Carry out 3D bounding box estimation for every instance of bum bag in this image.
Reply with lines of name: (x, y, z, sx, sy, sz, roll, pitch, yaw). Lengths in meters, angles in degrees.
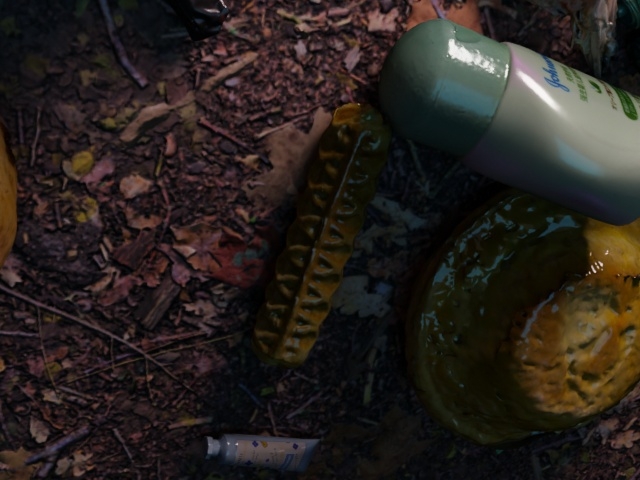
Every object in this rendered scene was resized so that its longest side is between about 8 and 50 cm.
bum bag: (-0.149, -0.276, 0.978, 0.058, 0.034, 0.124, -31, 121, 14)

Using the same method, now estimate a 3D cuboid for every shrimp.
shrimp: (0.279, -0.327, 1.074, 0.164, 0.062, 0.317, -15, 116, 13)

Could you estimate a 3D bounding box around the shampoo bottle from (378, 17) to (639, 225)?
shampoo bottle: (0.236, -0.149, 1.076, 0.349, 0.222, 0.151, 19, 126, -12)

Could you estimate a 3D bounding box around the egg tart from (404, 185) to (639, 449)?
egg tart: (0.332, 0.120, 1.247, 0.443, 0.178, 0.443, -7, 115, -16)

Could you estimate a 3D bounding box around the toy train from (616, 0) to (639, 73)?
toy train: (0.449, -0.270, 1.106, 0.112, 0.163, 0.203, -37, 120, 3)

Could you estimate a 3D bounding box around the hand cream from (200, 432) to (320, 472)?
hand cream: (-0.086, 0.299, 1.274, 0.170, 0.043, 0.065, 11, 116, -28)

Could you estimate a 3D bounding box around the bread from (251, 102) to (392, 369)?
bread: (-0.001, 0.000, 1.136, 0.077, 0.084, 0.368, -10, 125, -60)

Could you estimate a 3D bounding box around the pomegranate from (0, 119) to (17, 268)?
pomegranate: (-0.442, -0.048, 0.851, 0.322, 0.322, 0.322, -7, 117, -15)
